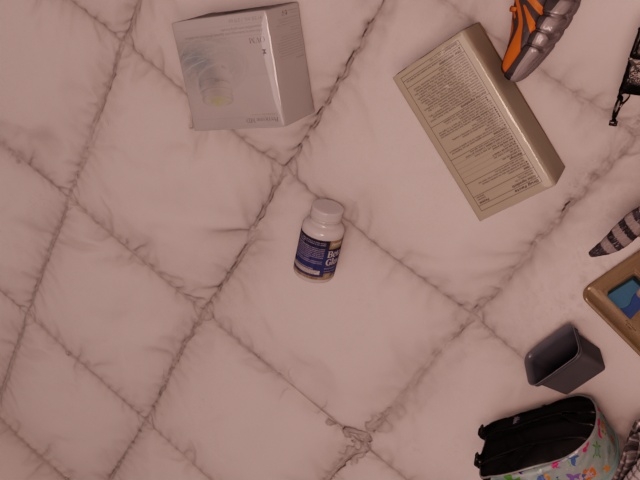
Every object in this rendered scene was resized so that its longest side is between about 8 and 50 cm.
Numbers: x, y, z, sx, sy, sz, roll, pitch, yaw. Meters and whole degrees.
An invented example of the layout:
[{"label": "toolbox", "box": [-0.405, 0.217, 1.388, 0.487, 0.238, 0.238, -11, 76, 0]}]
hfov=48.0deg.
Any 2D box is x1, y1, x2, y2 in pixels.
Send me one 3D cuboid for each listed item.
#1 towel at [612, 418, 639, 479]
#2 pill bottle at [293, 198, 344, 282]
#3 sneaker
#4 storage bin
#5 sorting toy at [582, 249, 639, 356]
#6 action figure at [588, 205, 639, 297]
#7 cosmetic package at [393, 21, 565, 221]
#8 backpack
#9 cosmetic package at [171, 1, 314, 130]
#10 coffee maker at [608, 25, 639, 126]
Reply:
[{"label": "towel", "box": [0.690, 0.473, 1.358, 0.283, 0.121, 0.235, 13, 121, 2]}, {"label": "pill bottle", "box": [0.000, 0.000, 1.553, 0.094, 0.094, 0.169, 23, 122, 18]}, {"label": "sneaker", "box": [0.340, -0.432, 1.168, 0.180, 0.124, 0.321, 32, 113, 17]}, {"label": "storage bin", "box": [0.483, 0.237, 1.413, 0.091, 0.098, 0.135, 28, 127, -19]}, {"label": "sorting toy", "box": [0.663, 0.145, 1.294, 0.307, 0.041, 0.229, 46, 125, 3]}, {"label": "action figure", "box": [0.549, -0.040, 1.071, 0.178, 0.341, 0.330, 20, 135, 8]}, {"label": "cosmetic package", "box": [0.286, -0.212, 1.290, 0.160, 0.113, 0.309, -27, 98, 35]}, {"label": "backpack", "box": [0.462, 0.427, 1.425, 0.253, 0.225, 0.191, -35, 96, 28]}, {"label": "cosmetic package", "box": [-0.153, -0.346, 1.450, 0.224, 0.138, 0.225, 2, 114, 28]}, {"label": "coffee maker", "box": [0.573, -0.254, 1.127, 0.178, 0.120, 0.171, 19, 141, 21]}]
